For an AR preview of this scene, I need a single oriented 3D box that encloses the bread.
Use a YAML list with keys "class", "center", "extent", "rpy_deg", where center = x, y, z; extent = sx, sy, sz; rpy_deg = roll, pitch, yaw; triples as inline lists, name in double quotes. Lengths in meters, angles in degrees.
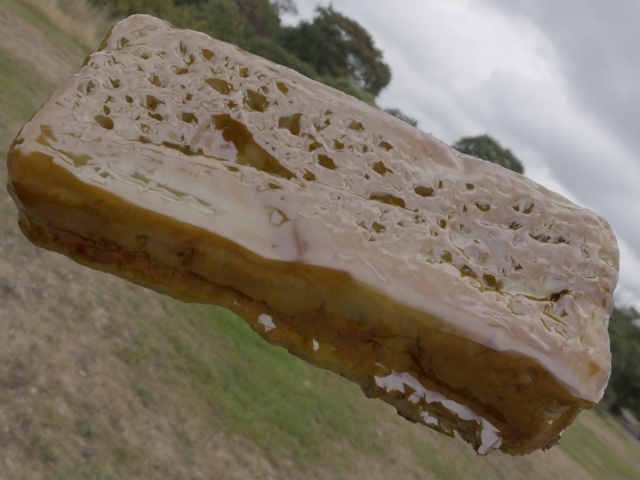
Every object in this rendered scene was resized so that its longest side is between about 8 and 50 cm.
- class: "bread"
  center: [0.001, -0.001, 0.386]
  extent: [0.270, 0.139, 0.077]
  rpy_deg: [23, -39, -1]
